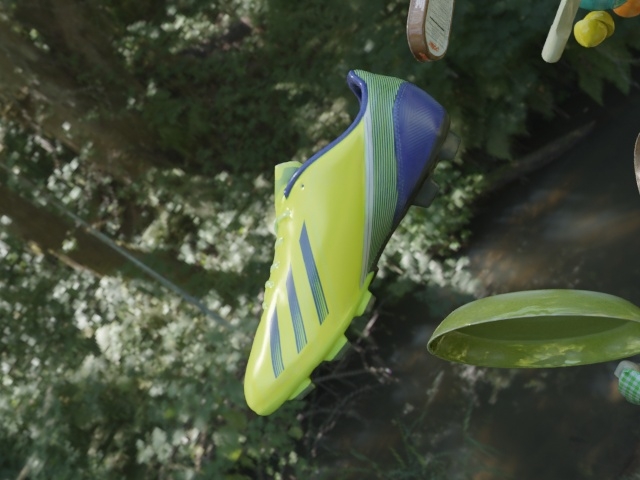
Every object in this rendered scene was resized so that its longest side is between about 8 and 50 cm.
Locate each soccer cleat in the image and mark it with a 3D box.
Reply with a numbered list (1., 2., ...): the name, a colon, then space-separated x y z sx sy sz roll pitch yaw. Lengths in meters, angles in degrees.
1. soccer cleat: 0.000 0.000 0.693 0.289 0.121 0.093 -61 6 0

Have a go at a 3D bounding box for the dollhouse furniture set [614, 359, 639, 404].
1. dollhouse furniture set: 0.383 0.195 0.748 0.198 0.301 0.151 24 106 39

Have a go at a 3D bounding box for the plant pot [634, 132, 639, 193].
1. plant pot: 0.615 -0.105 1.238 0.230 0.215 0.215 -22 35 46

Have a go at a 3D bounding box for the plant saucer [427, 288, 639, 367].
1. plant saucer: 0.233 0.094 0.912 0.241 0.241 0.037 -30 54 53

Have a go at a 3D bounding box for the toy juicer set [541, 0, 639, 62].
1. toy juicer set: 0.418 -0.378 1.312 0.329 0.089 0.209 -30 -19 -28

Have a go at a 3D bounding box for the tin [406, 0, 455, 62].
1. tin: 0.199 -0.411 1.534 0.040 0.106 0.189 1 77 39
